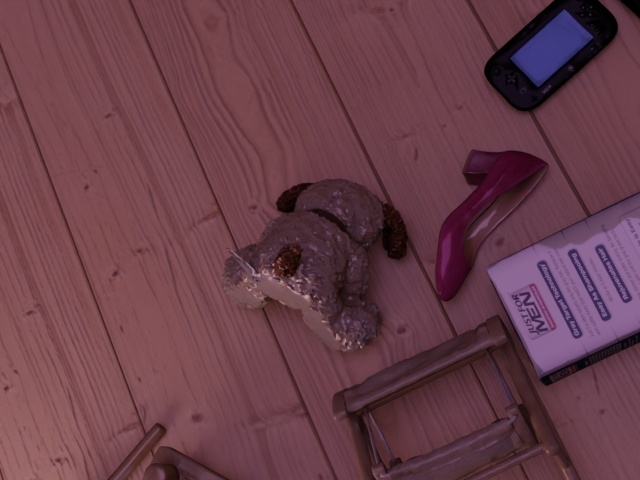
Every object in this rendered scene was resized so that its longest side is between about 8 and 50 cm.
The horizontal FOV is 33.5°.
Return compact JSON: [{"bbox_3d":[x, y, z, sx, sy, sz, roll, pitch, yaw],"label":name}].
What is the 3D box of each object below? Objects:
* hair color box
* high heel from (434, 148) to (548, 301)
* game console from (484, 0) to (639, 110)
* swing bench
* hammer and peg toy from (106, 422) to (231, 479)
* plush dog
[{"bbox_3d":[0.422,0.045,1.456,0.347,0.105,0.174,-26,71,8],"label":"hair color box"},{"bbox_3d":[0.245,-0.020,1.537,0.117,0.082,0.244,10,67,28],"label":"high heel"},{"bbox_3d":[0.414,-0.329,1.584,0.361,0.044,0.213,-42,69,3],"label":"game console"},{"bbox_3d":[0.169,0.246,1.419,0.253,0.165,0.255,-28,54,8],"label":"swing bench"},{"bbox_3d":[-0.225,0.433,1.534,0.361,0.127,0.266,25,85,20],"label":"hammer and peg toy"},{"bbox_3d":[0.000,0.000,1.562,0.262,0.211,0.225,23,57,18],"label":"plush dog"}]
